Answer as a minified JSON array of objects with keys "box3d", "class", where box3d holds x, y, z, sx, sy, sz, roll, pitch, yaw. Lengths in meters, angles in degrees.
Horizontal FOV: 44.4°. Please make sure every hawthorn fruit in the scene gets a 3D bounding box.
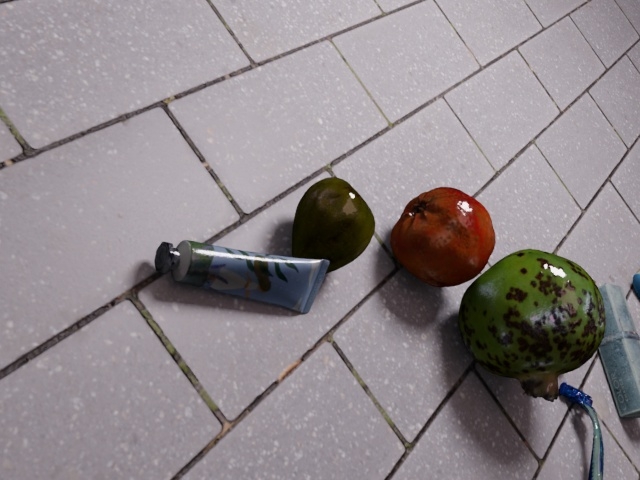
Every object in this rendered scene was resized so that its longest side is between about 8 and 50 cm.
[{"box3d":[0.228,0.006,1.398,0.200,0.179,0.179,49,40,-29],"class":"hawthorn fruit"}]

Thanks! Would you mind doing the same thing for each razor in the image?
[{"box3d":[0.509,0.424,1.474,0.093,0.056,0.324,30,48,-28],"class":"razor"}]

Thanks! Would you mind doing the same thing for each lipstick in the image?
[{"box3d":[0.656,0.242,1.710,0.076,0.077,0.289,13,57,-38],"class":"lipstick"}]

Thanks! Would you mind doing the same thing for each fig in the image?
[{"box3d":[-0.006,-0.010,1.246,0.133,0.185,0.126,55,-3,-39],"class":"fig"}]

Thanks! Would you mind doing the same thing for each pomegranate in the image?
[{"box3d":[0.374,0.150,1.389,0.254,0.254,0.270,15,68,-36],"class":"pomegranate"}]

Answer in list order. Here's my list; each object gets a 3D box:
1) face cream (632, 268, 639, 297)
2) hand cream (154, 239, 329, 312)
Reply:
[{"box3d":[0.898,0.102,2.035,0.285,0.067,0.139,-24,81,-49],"class":"face cream"},{"box3d":[-0.106,0.046,1.127,0.271,0.091,0.058,14,11,-36],"class":"hand cream"}]
